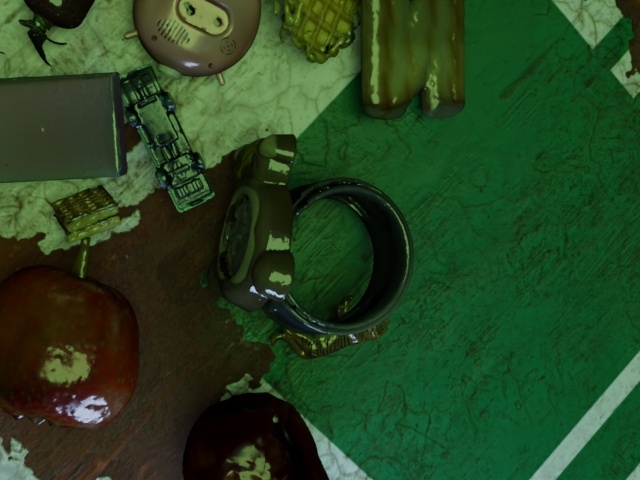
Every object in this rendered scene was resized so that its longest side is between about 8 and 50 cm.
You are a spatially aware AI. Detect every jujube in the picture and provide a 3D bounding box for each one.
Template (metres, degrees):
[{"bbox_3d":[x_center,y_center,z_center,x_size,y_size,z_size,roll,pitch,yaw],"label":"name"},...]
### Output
[{"bbox_3d":[-0.110,0.474,1.950,0.276,0.276,0.377,-12,100,-16],"label":"jujube"}]

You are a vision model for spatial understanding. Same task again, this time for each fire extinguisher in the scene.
[{"bbox_3d":[-0.412,-0.468,1.837,0.337,0.114,0.135,-60,152,-4],"label":"fire extinguisher"}]

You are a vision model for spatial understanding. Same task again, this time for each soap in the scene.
[{"bbox_3d":[-0.462,-0.192,1.823,0.259,0.081,0.181,-4,99,3],"label":"soap"}]

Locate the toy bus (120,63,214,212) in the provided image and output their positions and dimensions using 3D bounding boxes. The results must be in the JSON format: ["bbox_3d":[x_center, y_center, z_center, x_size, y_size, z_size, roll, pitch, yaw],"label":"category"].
[{"bbox_3d":[-0.277,-0.182,1.908,0.091,0.109,0.262,-25,101,-6],"label":"toy bus"}]

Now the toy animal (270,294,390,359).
[{"bbox_3d":[0.020,0.175,2.070,0.241,0.057,0.099,-20,102,-15],"label":"toy animal"}]

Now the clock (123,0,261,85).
[{"bbox_3d":[-0.218,-0.398,1.889,0.227,0.142,0.241,25,92,-18],"label":"clock"}]

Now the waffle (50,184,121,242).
[{"bbox_3d":[-0.408,-0.048,1.865,0.102,0.148,0.042,-23,113,-15],"label":"waffle"}]

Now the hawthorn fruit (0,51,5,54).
[{"bbox_3d":[-0.629,-0.345,1.755,0.235,0.181,0.181,7,94,-31],"label":"hawthorn fruit"}]

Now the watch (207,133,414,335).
[{"bbox_3d":[0.000,0.000,1.934,0.327,0.314,0.335,11,82,-22],"label":"watch"}]

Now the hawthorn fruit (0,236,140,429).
[{"bbox_3d":[-0.437,0.153,1.823,0.287,0.287,0.330,14,86,-18],"label":"hawthorn fruit"}]

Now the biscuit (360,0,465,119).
[{"bbox_3d":[0.175,-0.375,2.032,0.237,0.062,0.291,-7,101,-32],"label":"biscuit"}]

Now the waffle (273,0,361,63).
[{"bbox_3d":[0.013,-0.470,1.946,0.262,0.060,0.280,-40,129,-36],"label":"waffle"}]
